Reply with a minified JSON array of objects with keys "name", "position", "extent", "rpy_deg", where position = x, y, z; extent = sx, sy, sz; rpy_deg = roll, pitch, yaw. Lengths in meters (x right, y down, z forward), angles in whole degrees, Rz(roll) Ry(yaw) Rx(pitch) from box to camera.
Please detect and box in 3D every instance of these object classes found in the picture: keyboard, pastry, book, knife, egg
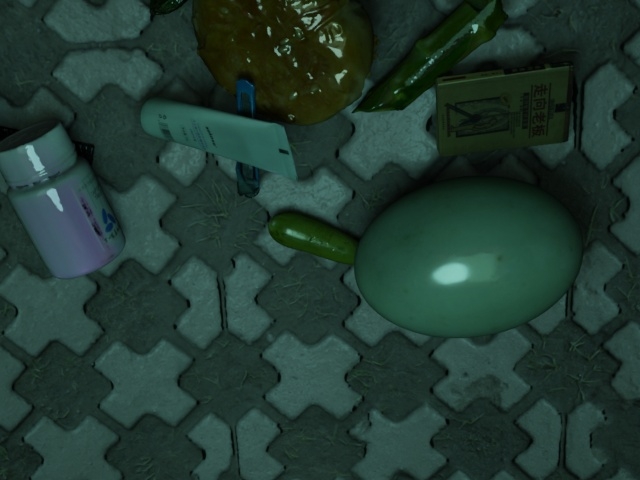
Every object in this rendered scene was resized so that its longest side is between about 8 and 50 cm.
[{"name":"keyboard","position":[-0.510,-0.163,1.518],"extent":[0.196,0.018,0.060],"rpy_deg":[11,105,-3]},{"name":"pastry","position":[-0.054,-0.349,1.361],"extent":[0.284,0.184,0.315],"rpy_deg":[-30,110,31]},{"name":"book","position":[0.316,-0.224,1.449],"extent":[0.231,0.026,0.161],"rpy_deg":[-7,134,3]},{"name":"knife","position":[-0.127,-0.163,1.422],"extent":[0.044,0.026,0.296],"rpy_deg":[21,146,12]},{"name":"egg","position":[0.250,0.028,1.434],"extent":[0.389,0.276,0.276],"rpy_deg":[-10,108,4]}]

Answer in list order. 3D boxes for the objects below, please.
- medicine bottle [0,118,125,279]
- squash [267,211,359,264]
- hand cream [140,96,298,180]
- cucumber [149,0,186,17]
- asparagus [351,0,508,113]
[{"name":"medicine bottle","position":[-0.456,-0.071,1.463],"extent":[0.152,0.152,0.254],"rpy_deg":[-17,114,6]},{"name":"squash","position":[0.000,0.000,1.538],"extent":[0.201,0.066,0.066],"rpy_deg":[20,107,-6]},{"name":"hand cream","position":[-0.177,-0.177,1.398],"extent":[0.321,0.067,0.109],"rpy_deg":[20,141,33]},{"name":"cucumber","position":[-0.209,-0.489,1.382],"extent":[0.077,0.077,0.265],"rpy_deg":[23,109,-7]},{"name":"asparagus","position":[0.196,-0.315,1.427],"extent":[0.085,0.082,0.343],"rpy_deg":[42,105,-16]}]
